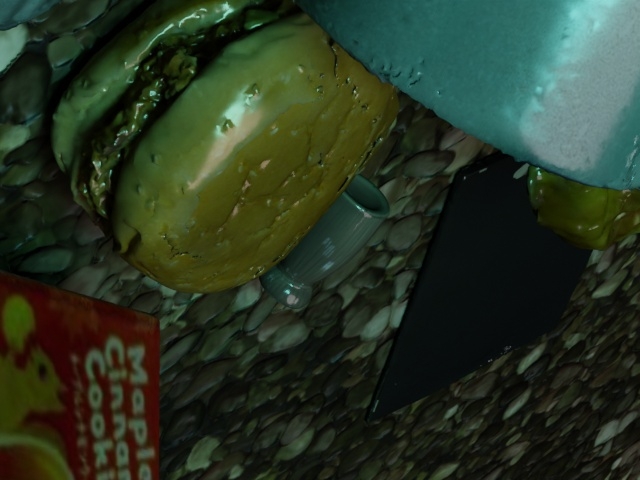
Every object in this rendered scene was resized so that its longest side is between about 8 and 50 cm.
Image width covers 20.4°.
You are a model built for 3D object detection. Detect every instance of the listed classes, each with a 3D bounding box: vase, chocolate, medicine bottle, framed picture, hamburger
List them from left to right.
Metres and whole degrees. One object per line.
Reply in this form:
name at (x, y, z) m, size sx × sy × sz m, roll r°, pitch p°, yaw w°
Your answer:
chocolate at (-0.184, 0.131, 1.007) m, size 0.108 × 0.237 × 0.235 m, roll -8°, pitch 164°, yaw 25°
hamburger at (-0.055, -0.064, 1.047) m, size 0.214 × 0.108 × 0.213 m, roll -37°, pitch 157°, yaw -18°
vase at (0.000, 0.000, 1.266) m, size 0.053 × 0.053 × 0.100 m, roll 1°, pitch 135°, yaw -54°
framed picture at (0.168, 0.017, 1.561) m, size 0.244 × 0.013 × 0.324 m, roll -24°, pitch 147°, yaw -33°
medicine bottle at (0.148, -0.208, 0.948) m, size 0.245 × 0.245 × 0.290 m, roll 2°, pitch 124°, yaw -54°

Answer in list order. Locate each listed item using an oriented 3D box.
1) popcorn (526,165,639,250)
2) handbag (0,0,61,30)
popcorn at (0.281, -0.123, 1.199) m, size 0.326 × 0.290 × 0.321 m, roll -14°, pitch -169°, yaw 13°
handbag at (-0.070, -0.238, 0.810) m, size 0.332 × 0.075 × 0.191 m, roll -38°, pitch 150°, yaw -2°
